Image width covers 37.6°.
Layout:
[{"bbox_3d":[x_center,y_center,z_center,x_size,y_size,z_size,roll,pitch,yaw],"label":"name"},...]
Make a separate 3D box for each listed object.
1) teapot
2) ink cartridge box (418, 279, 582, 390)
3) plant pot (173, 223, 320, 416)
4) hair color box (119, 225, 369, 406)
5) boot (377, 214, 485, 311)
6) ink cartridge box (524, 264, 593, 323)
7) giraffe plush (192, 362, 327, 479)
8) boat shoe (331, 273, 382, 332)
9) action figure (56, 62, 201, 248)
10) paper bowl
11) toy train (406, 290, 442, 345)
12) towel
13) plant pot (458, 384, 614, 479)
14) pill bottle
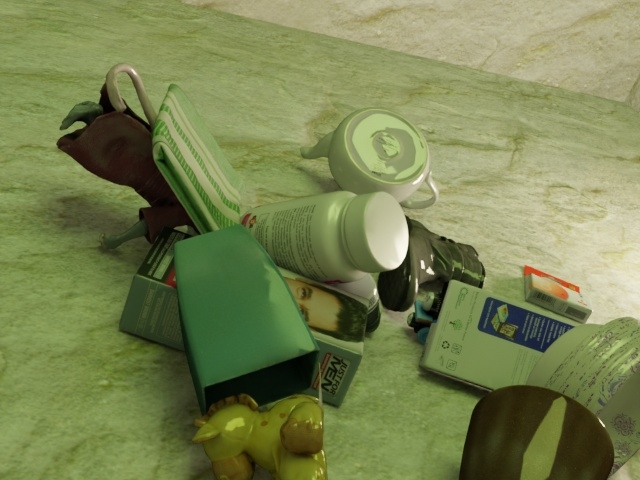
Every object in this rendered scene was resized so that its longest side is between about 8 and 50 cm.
[{"bbox_3d":[0.126,-0.174,2.208,0.253,0.187,0.256,-18,71,-27],"label":"teapot"},{"bbox_3d":[0.357,0.199,1.683,0.333,0.165,0.065,20,-9,-4],"label":"ink cartridge box"},{"bbox_3d":[-0.127,0.109,1.352,0.166,0.165,0.234,-17,65,-14],"label":"plant pot"},{"bbox_3d":[-0.116,0.119,1.541,0.375,0.113,0.185,20,26,-4],"label":"hair color box"},{"bbox_3d":[0.239,0.059,1.924,0.223,0.118,0.338,23,30,-8],"label":"boot"},{"bbox_3d":[0.536,0.106,2.124,0.146,0.045,0.179,22,29,0],"label":"ink cartridge box"},{"bbox_3d":[-0.080,0.270,1.250,0.171,0.181,0.210,-4,60,1],"label":"giraffe plush"},{"bbox_3d":[0.042,0.059,1.791,0.108,0.102,0.301,-27,40,-5],"label":"boat shoe"},{"bbox_3d":[-0.287,-0.126,1.688,0.370,0.276,0.248,40,29,-16],"label":"action figure"},{"bbox_3d":[0.439,0.248,1.515,0.284,0.284,0.148,-5,31,-42],"label":"paper bowl"},{"bbox_3d":[0.257,0.153,1.759,0.184,0.105,0.080,18,26,-7],"label":"toy train"},{"bbox_3d":[-0.203,-0.121,1.614,0.247,0.038,0.325,58,12,-23],"label":"towel"},{"bbox_3d":[0.279,0.357,1.314,0.215,0.215,0.230,27,41,11],"label":"plant pot"},{"bbox_3d":[0.000,0.000,1.650,0.283,0.160,0.160,-9,6,38],"label":"pill bottle"}]
